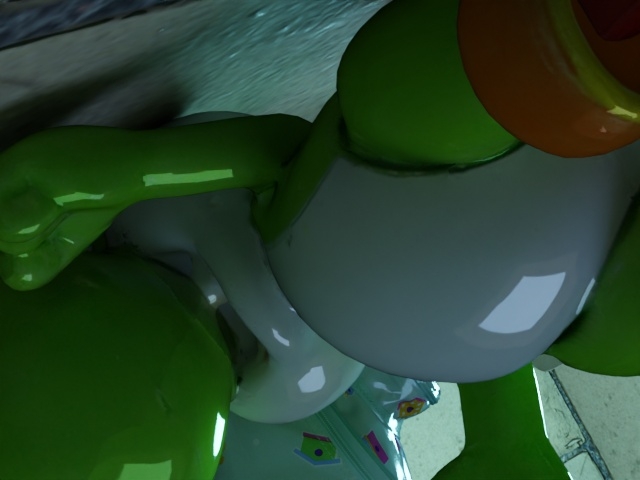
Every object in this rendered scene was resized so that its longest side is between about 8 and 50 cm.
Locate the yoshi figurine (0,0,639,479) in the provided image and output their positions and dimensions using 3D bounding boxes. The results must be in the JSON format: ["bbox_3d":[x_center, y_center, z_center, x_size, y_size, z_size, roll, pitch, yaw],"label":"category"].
[{"bbox_3d":[-0.007,0.024,0.586,0.203,0.203,0.362,1,167,-39],"label":"yoshi figurine"}]

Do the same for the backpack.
[{"bbox_3d":[-0.021,0.074,0.883,0.144,0.188,0.166,-28,173,-2],"label":"backpack"}]

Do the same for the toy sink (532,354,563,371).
[{"bbox_3d":[0.270,-0.008,1.590,0.234,0.152,0.131,-32,172,26],"label":"toy sink"}]

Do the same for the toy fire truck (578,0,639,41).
[{"bbox_3d":[0.180,-0.068,0.374,0.217,0.246,0.158,-26,173,-15],"label":"toy fire truck"}]
